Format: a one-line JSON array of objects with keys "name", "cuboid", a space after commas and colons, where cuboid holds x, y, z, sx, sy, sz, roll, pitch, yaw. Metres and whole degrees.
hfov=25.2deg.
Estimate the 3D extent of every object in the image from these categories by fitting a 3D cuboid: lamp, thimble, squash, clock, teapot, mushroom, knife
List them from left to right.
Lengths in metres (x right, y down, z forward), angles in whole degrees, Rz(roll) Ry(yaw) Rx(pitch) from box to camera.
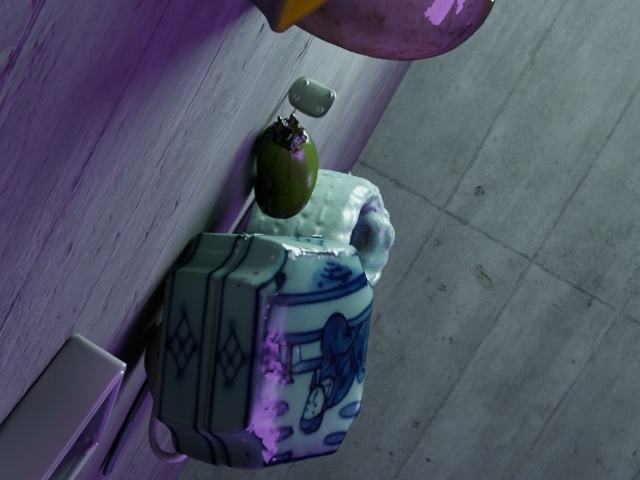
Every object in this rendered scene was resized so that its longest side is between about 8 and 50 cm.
[{"name": "clock", "cuboid": [-0.264, 0.203, 1.339, 0.197, 0.063, 0.150, -57, 175, -41]}, {"name": "knife", "cuboid": [-0.275, 0.262, 2.078, 0.210, 0.015, 0.028, -62, 169, 26]}, {"name": "teapot", "cuboid": [-0.166, 0.165, 1.830, 0.159, 0.116, 0.245, 78, 23, -71]}, {"name": "squash", "cuboid": [-0.045, -0.093, 1.852, 0.087, 0.087, 0.331, -59, 175, -15]}, {"name": "lamp", "cuboid": [-0.024, -0.157, 1.885, 0.050, 0.056, 0.198, -62, -179, -17]}, {"name": "thimble", "cuboid": [0.000, 0.000, 2.120, 0.250, 0.172, 0.204, -56, 151, -47]}, {"name": "mushroom", "cuboid": [0.080, -0.266, 1.310, 0.195, 0.189, 0.253, -58, 180, 33]}]

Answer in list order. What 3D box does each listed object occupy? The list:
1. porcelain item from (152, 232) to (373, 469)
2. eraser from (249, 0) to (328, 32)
[{"name": "porcelain item", "cuboid": [-0.060, 0.130, 1.762, 0.281, 0.157, 0.285, 5, 91, -57]}, {"name": "eraser", "cuboid": [0.017, -0.271, 1.079, 0.158, 0.069, 0.226, -42, 168, -27]}]
